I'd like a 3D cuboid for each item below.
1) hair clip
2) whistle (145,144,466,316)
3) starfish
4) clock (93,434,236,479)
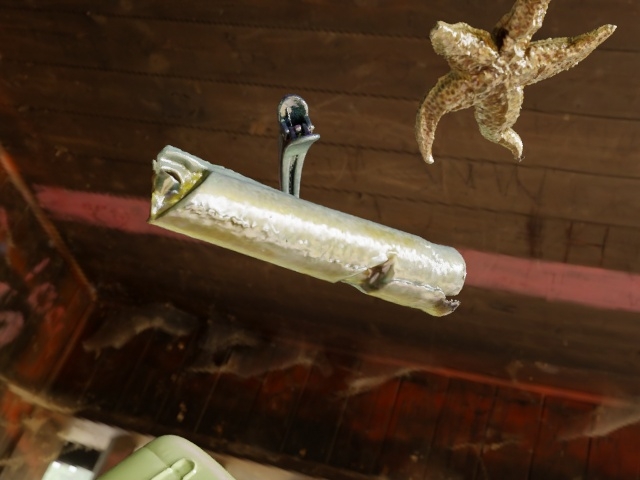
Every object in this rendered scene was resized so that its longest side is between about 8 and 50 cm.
[{"bbox_3d":[-0.038,-0.103,1.262,0.048,0.083,0.275,-19,-27,-14],"label":"hair clip"},{"bbox_3d":[-0.001,0.000,0.715,0.326,0.068,0.057,19,-32,-35],"label":"whistle"},{"bbox_3d":[0.188,-0.171,0.854,0.236,0.062,0.277,-31,-36,15],"label":"starfish"},{"bbox_3d":[-0.064,0.313,0.639,0.235,0.096,0.308,30,-41,39],"label":"clock"}]
